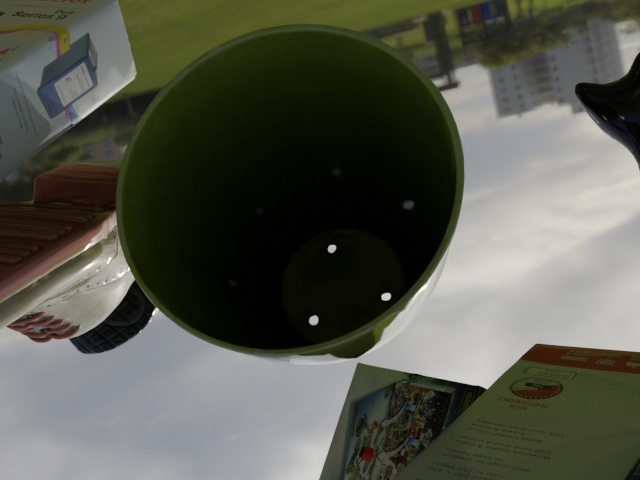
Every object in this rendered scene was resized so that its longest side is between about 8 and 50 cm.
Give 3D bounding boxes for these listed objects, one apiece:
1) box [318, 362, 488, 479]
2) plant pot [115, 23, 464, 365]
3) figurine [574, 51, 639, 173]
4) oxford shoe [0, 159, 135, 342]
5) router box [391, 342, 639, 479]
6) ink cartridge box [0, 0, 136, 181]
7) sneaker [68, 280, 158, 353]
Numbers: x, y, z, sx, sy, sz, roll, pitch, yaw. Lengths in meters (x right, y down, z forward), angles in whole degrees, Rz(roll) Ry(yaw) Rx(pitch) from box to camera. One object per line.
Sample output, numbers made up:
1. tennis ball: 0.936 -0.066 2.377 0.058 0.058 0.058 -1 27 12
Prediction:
1. box: 0.064 0.235 0.864 0.044 0.233 0.159 30 163 -38
2. plant pot: 0.000 0.000 0.872 0.274 0.275 0.293 -13 159 7
3. figurine: 0.364 -0.101 0.844 0.214 0.209 0.092 -32 175 7
4. oxford shoe: -0.238 0.034 0.851 0.140 0.147 0.397 6 -163 15
5. router box: 0.246 0.169 0.627 0.335 0.082 0.301 1 -164 34
6. ink cartridge box: -0.297 -0.151 0.888 0.154 0.093 0.212 10 -143 25
7. sneaker: -0.248 0.063 1.418 0.286 0.109 0.130 -42 171 -2
